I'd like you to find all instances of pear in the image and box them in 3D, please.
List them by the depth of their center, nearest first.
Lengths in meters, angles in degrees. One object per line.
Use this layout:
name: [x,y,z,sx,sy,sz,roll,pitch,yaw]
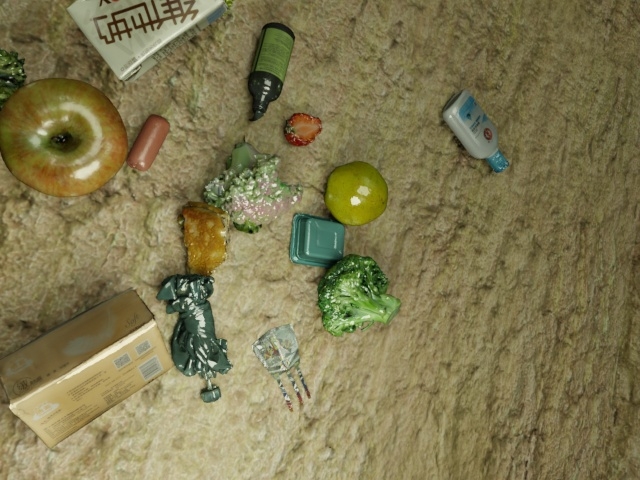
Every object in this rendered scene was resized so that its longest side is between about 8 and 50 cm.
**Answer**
pear: [0.107,-0.142,1.494,0.198,0.198,0.198,3,84,-29]

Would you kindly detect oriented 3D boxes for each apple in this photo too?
apple: [-0.564,-0.225,1.093,0.264,0.264,0.265,3,84,-29]

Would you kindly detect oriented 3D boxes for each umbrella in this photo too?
umbrella: [-0.312,0.252,1.255,0.094,0.143,0.349,-35,118,-73]

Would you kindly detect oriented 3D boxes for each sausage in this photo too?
sausage: [-0.439,-0.248,1.255,0.062,0.062,0.154,29,72,-24]

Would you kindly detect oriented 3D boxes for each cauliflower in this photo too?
cauliflower: [-0.191,-0.166,1.332,0.256,0.239,0.316,-19,74,9]

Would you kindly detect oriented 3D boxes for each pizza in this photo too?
pizza: [-0.294,0.007,1.280,0.069,0.147,0.227,-37,123,-71]

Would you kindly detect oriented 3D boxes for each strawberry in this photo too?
strawberry: [-0.055,-0.335,1.494,0.152,0.048,0.104,-18,87,-43]

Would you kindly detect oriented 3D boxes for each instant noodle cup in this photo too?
instant noodle cup: [0.000,0.000,1.480,0.179,0.070,0.157,9,79,-28]

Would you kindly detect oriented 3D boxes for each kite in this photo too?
kite: [-0.100,0.368,1.417,0.141,0.015,0.245,-25,97,-27]

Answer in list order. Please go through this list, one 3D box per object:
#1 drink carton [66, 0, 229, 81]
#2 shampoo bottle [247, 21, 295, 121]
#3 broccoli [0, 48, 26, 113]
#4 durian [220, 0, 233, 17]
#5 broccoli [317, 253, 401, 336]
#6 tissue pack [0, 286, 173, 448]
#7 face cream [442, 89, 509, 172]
drink carton: [-0.407,-0.561,1.189,0.324,0.132,0.194,-35,104,3]
shampoo bottle: [-0.151,-0.481,1.419,0.101,0.101,0.284,19,76,-27]
broccoli: [-0.751,-0.288,0.927,0.251,0.361,0.221,-18,103,8]
durian: [-0.304,-0.698,1.314,0.145,0.159,0.198,-16,110,7]
broccoli: [0.109,0.164,1.437,0.241,0.269,0.261,30,63,21]
tissue pack: [-0.525,0.251,1.092,0.305,0.238,0.239,-32,101,-27]
face cream: [0.594,-0.396,1.848,0.337,0.080,0.163,47,65,-17]
